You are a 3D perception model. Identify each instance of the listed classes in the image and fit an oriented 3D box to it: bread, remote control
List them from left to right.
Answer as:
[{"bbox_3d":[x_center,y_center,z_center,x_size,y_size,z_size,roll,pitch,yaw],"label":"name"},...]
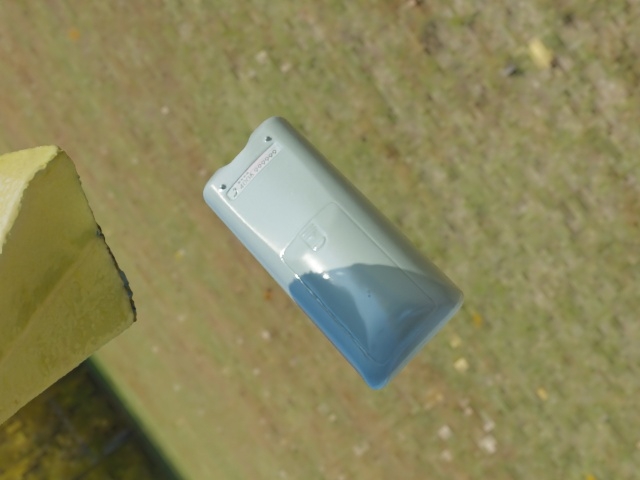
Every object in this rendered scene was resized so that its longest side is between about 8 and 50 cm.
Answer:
[{"bbox_3d":[-0.287,0.053,1.165,0.167,0.264,0.163,-9,109,36],"label":"bread"},{"bbox_3d":[0.000,0.000,1.284,0.051,0.103,0.293,40,-176,-46],"label":"remote control"}]
